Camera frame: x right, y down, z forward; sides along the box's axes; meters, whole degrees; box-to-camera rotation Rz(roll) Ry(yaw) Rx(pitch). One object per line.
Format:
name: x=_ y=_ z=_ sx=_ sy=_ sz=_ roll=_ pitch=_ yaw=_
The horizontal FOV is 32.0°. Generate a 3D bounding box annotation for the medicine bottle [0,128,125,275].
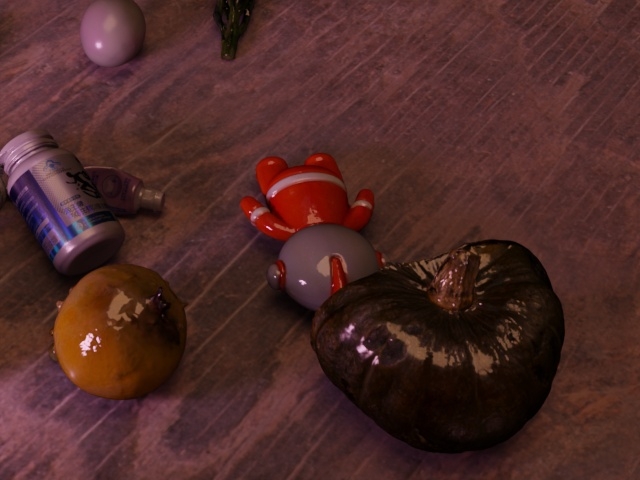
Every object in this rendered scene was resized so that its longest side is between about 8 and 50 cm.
medicine bottle: x=-0.357 y=-0.054 z=1.523 sx=0.107 sy=0.107 sz=0.191 roll=-28 pitch=75 yaw=-28

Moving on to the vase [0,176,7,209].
vase: x=-0.512 y=0.028 z=1.430 sx=0.173 sy=0.173 sz=0.321 roll=11 pitch=45 yaw=2

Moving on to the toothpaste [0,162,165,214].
toothpaste: x=-0.374 y=-0.081 z=1.612 sx=0.301 sy=0.048 sz=0.075 roll=10 pitch=60 yaw=3

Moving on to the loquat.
loquat: x=-0.260 y=0.116 z=1.401 sx=0.204 sy=0.149 sz=0.172 roll=-14 pitch=70 yaw=22

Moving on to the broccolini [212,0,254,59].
broccolini: x=-0.144 y=-0.393 z=1.896 sx=0.091 sy=0.068 sz=0.202 roll=13 pitch=47 yaw=-23

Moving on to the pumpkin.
pumpkin: x=0.175 y=0.134 z=1.382 sx=0.325 sy=0.242 sz=0.232 roll=-18 pitch=47 yaw=-17

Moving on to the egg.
egg: x=-0.334 y=-0.337 z=1.795 sx=0.103 sy=0.103 sz=0.135 roll=8 pitch=51 yaw=-1

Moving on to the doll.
doll: x=0.000 y=0.000 z=1.567 sx=0.200 sy=0.105 sz=0.336 roll=-5 pitch=43 yaw=-15
